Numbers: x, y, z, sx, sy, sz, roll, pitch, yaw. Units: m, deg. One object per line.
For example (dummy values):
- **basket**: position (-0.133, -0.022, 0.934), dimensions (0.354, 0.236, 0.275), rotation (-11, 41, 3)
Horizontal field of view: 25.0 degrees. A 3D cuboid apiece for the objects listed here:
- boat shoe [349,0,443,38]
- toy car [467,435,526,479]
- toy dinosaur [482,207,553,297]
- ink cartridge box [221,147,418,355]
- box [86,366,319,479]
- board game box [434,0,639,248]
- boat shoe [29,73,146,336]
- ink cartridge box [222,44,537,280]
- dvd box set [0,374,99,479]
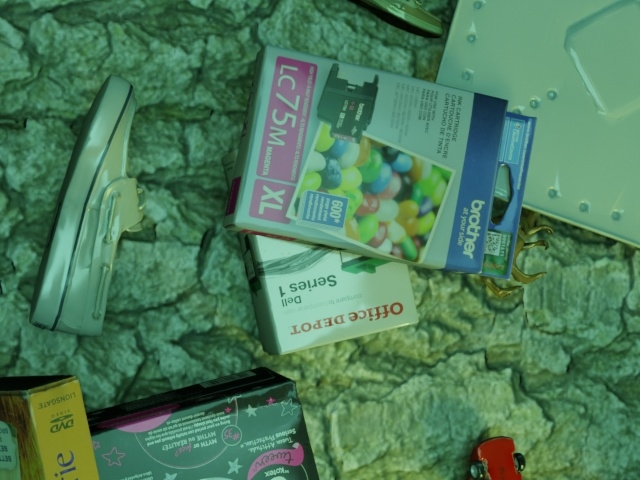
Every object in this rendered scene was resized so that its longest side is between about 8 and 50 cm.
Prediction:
- **boat shoe**: position (0.070, -0.268, 1.560), dimensions (0.153, 0.056, 0.048), rotation (27, 88, -3)
- **toy car**: position (0.191, 0.362, 1.552), dimensions (0.239, 0.053, 0.225), rotation (49, 64, -7)
- **toy dinosaur**: position (0.185, 0.006, 1.583), dimensions (0.211, 0.064, 0.112), rotation (-23, 82, -23)
- **ink cartridge box**: position (0.000, 0.000, 1.516), dimensions (0.160, 0.092, 0.219), rotation (-13, 90, -13)
- **box**: position (-0.142, 0.229, 1.443), dimensions (0.247, 0.163, 0.142), rotation (-13, 93, -13)
- **board game box**: position (0.324, -0.197, 1.597), dimensions (0.389, 0.050, 0.390), rotation (19, 79, -12)
- **boat shoe**: position (-0.221, -0.032, 1.469), dimensions (0.088, 0.096, 0.268), rotation (16, 86, -16)
- **ink cartridge box**: position (0.072, -0.073, 1.459), dimensions (0.311, 0.065, 0.186), rotation (12, 85, -15)
- **dvd box set**: position (-0.291, 0.335, 1.336), dimensions (0.062, 0.307, 0.421), rotation (-15, 97, -44)
